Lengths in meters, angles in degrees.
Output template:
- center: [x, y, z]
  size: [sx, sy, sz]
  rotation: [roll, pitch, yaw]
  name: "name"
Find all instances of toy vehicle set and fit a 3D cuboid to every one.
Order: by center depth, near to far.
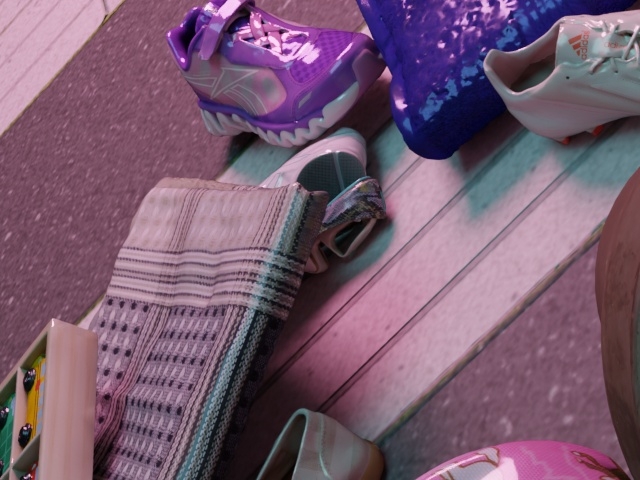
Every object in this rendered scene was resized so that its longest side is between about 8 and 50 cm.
- center: [-0.201, 0.202, 1.251]
  size: [0.166, 0.035, 0.266]
  rotation: [-49, 31, 38]
  name: "toy vehicle set"

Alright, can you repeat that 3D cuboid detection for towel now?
- center: [0.160, -0.208, 1.277]
  size: [0.308, 0.076, 0.227]
  rotation: [-40, 40, 23]
  name: "towel"
- center: [-0.121, 0.098, 1.286]
  size: [0.324, 0.056, 0.312]
  rotation: [5, 73, 68]
  name: "towel"

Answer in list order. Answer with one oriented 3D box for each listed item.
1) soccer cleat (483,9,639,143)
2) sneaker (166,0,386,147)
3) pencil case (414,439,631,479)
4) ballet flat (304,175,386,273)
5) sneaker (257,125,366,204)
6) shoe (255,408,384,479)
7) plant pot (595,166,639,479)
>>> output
- center: [0.181, -0.107, 1.130]
  size: [0.196, 0.076, 0.068]
  rotation: [-18, 46, 46]
  name: "soccer cleat"
- center: [-0.043, -0.136, 1.430]
  size: [0.095, 0.104, 0.236]
  rotation: [-45, 24, -21]
  name: "sneaker"
- center: [0.133, 0.240, 0.768]
  size: [0.386, 0.160, 0.167]
  rotation: [-126, 41, -58]
  name: "pencil case"
- center: [0.000, 0.000, 1.319]
  size: [0.114, 0.041, 0.041]
  rotation: [-34, 35, 26]
  name: "ballet flat"
- center: [-0.021, -0.026, 1.373]
  size: [0.152, 0.053, 0.061]
  rotation: [-35, 19, 27]
  name: "sneaker"
- center: [-0.046, 0.198, 1.143]
  size: [0.076, 0.058, 0.219]
  rotation: [15, 67, 55]
  name: "shoe"
- center: [0.218, 0.028, 0.805]
  size: [0.263, 0.263, 0.229]
  rotation: [-56, 13, -2]
  name: "plant pot"
